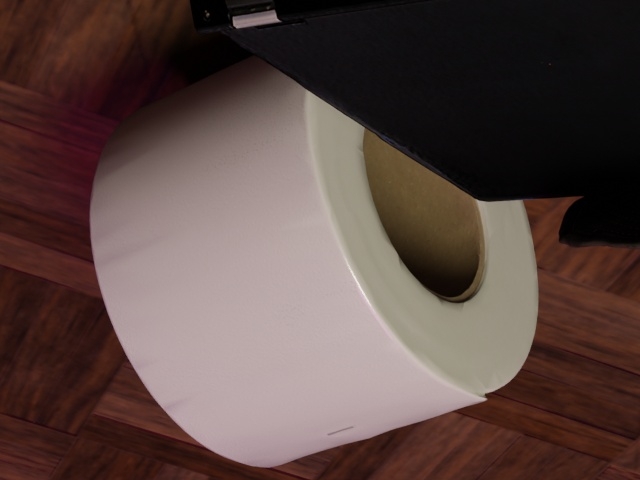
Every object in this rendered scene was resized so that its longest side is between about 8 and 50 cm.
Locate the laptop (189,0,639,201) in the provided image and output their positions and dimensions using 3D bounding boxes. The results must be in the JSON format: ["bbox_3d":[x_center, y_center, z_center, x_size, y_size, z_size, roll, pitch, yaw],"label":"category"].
[{"bbox_3d":[0.140,-0.196,0.917,0.382,0.236,0.408,-3,103,38],"label":"laptop"}]

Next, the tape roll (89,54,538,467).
[{"bbox_3d":[0.000,0.000,1.157,0.169,0.246,0.246,-21,134,31],"label":"tape roll"}]

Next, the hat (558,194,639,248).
[{"bbox_3d":[0.305,0.025,1.076,0.331,0.331,0.134,-6,98,16],"label":"hat"}]
